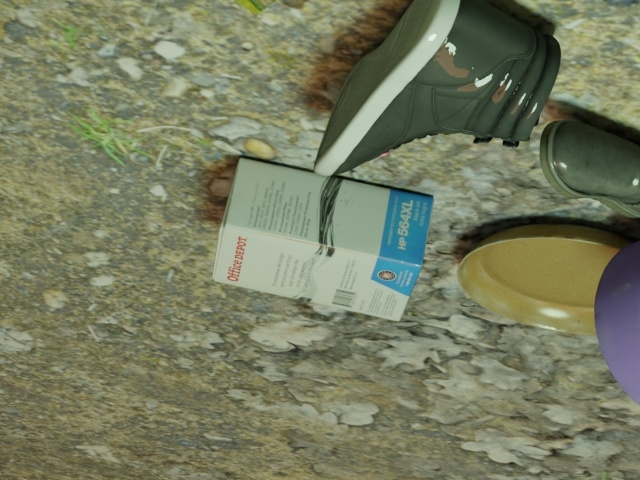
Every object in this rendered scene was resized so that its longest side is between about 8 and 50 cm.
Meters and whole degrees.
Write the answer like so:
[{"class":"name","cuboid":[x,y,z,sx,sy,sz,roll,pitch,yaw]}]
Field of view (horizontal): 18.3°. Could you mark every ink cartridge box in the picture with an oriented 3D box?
[{"class":"ink cartridge box","cuboid":[0.000,0.000,2.015,0.203,0.086,0.148,13,155,-2]}]

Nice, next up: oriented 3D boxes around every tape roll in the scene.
[{"class":"tape roll","cuboid":[0.362,0.077,1.905,0.189,0.189,0.080,22,153,-23]}]

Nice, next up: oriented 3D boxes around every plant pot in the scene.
[{"class":"plant pot","cuboid":[0.260,0.037,2.052,0.236,0.032,0.236,9,156,4]}]

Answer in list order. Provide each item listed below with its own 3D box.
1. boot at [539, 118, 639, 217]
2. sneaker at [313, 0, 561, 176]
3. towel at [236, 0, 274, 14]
[{"class":"boot","cuboid":[0.323,-0.073,1.735,0.208,0.076,0.190,-4,167,45]},{"class":"sneaker","cuboid":[0.101,-0.109,1.709,0.147,0.104,0.296,23,149,-14]},{"class":"towel","cuboid":[-0.015,-0.244,1.571,0.102,0.021,0.237,26,151,-32]}]
